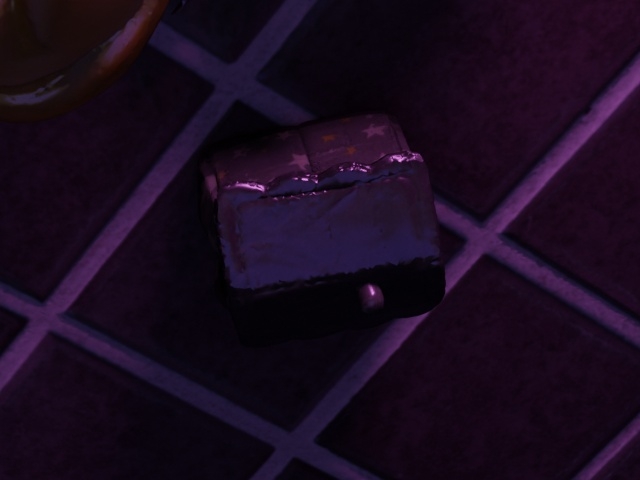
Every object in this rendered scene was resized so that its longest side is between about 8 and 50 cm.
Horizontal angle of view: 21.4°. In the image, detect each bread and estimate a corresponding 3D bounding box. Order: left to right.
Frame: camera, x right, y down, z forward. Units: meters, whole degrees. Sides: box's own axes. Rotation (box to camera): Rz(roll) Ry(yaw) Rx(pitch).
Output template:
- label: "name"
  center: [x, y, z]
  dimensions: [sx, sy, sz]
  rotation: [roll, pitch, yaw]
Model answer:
- label: "bread"
  center: [-0.227, -0.261, 1.293]
  dimensions: [0.270, 0.211, 0.315]
  rotation: [34, 125, 19]

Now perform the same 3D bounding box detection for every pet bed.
- label: "pet bed"
  center: [0.000, 0.000, 1.555]
  dimensions: [0.211, 0.159, 0.183]
  rotation: [-11, 124, -3]

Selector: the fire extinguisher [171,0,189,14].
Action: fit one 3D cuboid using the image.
- label: "fire extinguisher"
  center: [-0.118, -0.275, 1.428]
  dimensions: [0.078, 0.045, 0.157]
  rotation: [-30, 124, -16]
